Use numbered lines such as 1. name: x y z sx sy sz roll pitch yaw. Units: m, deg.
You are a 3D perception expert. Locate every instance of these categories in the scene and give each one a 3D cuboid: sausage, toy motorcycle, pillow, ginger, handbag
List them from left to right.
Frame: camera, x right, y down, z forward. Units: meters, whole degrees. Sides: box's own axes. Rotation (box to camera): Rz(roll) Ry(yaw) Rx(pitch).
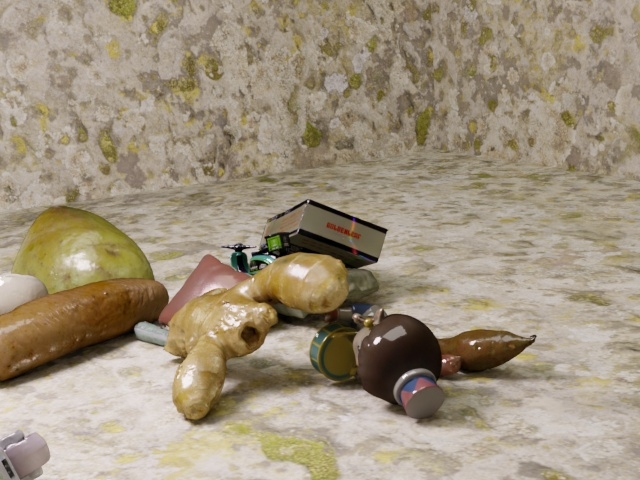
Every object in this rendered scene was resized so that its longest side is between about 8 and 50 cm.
1. toy motorcycle: -0.464 0.330 1.358 0.113 0.112 0.254 2 15 24
2. sausage: -0.476 0.157 2.022 0.123 0.136 0.501 39 32 22
3. pillow: -0.216 0.126 2.050 0.171 0.075 0.179 24 68 32
4. ginger: -0.143 0.127 1.794 0.363 0.122 0.348 -48 27 -5
5. toy motorcycle: -0.133 0.044 2.091 0.173 0.100 0.058 -16 -9 35
6. handbag: -0.063 0.098 2.208 0.316 0.109 0.253 7 12 43
7. sausage: 0.173 0.205 1.794 0.047 0.040 0.177 -31 25 -29

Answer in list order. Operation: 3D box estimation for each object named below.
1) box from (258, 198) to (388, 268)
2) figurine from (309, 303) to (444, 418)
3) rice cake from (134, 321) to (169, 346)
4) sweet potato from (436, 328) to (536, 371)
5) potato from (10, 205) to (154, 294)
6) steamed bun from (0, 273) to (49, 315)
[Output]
1. box: 0.000 0.000 2.307 0.198 0.084 0.310 20 -14 -16
2. figurine: 0.103 0.191 1.667 0.158 0.161 0.275 -38 23 -18
3. rice cake: -0.294 0.193 2.014 0.208 0.033 0.033 9 31 41
4. sweet potato: 0.250 0.191 1.775 0.269 0.074 0.075 -6 8 45
5. potato: -0.540 0.033 2.406 0.280 0.212 0.330 4 16 34
6. steamed bun: -0.635 0.148 2.063 0.177 0.130 0.228 -4 -14 -11
